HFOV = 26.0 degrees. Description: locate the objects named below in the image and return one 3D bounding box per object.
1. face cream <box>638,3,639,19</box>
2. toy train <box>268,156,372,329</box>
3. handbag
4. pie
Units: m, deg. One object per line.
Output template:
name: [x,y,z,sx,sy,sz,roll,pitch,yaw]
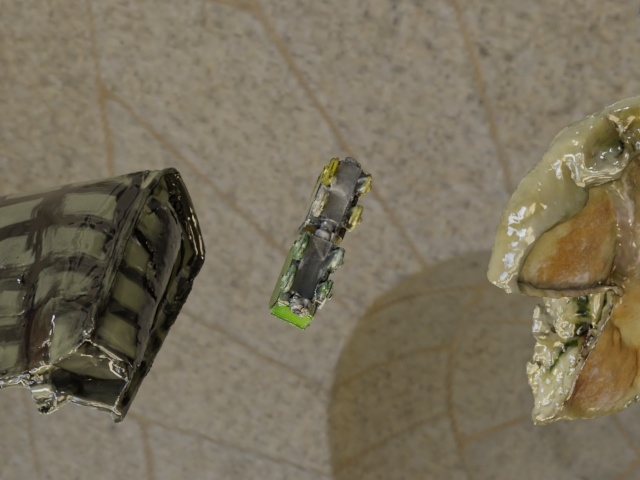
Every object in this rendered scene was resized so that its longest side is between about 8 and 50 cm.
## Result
face cream: [0.462,-0.453,1.690,0.135,0.086,0.385,-165,87,-77]
toy train: [0.000,0.000,1.477,0.081,0.060,0.202,-49,17,56]
handbag: [-0.311,0.067,1.451,0.327,0.325,0.162,-78,-26,-59]
pie: [0.280,0.012,1.194,0.338,0.075,0.337,-18,-51,-25]
